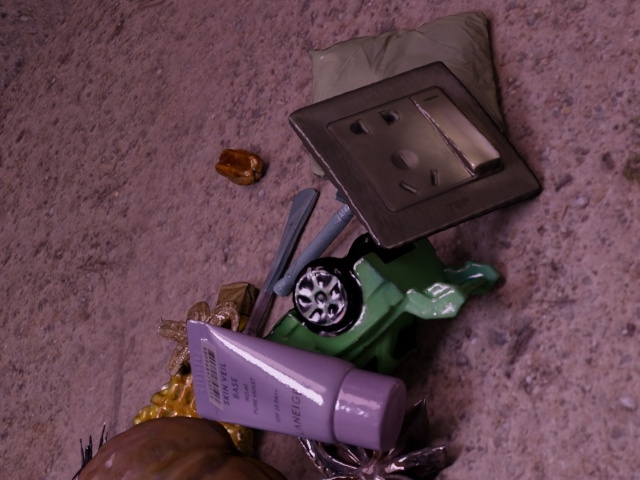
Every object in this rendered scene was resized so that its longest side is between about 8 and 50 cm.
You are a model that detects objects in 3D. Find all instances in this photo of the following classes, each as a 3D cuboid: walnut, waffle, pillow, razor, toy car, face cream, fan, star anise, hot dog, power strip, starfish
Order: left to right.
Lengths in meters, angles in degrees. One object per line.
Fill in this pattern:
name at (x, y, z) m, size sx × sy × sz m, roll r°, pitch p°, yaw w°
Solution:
walnut at (-0.196, 0.402, 1.601) m, size 0.344 × 0.306 × 0.306 m, roll -53°, pitch 33°, yaw -3°
waffle at (-0.201, 0.322, 1.877) m, size 0.329 × 0.062 × 0.329 m, roll -31°, pitch 42°, yaw 32°
starfish at (-0.190, 0.143, 1.930) m, size 0.150 × 0.053 × 0.209 m, roll -54°, pitch 27°, yaw 6°
hot dog at (-0.142, -0.129, 2.215) m, size 0.144 × 0.038 × 0.062 m, roll 18°, pitch 79°, yaw 59°
fan at (-0.064, 0.036, 1.977) m, size 0.057 × 0.023 × 0.282 m, roll -10°, pitch 51°, yaw 47°
face cream at (-0.036, 0.183, 1.535) m, size 0.274 × 0.154 × 0.096 m, roll 10°, pitch 36°, yaw 22°
razor at (0.000, 0.000, 1.887) m, size 0.232 × 0.106 × 0.068 m, roll -48°, pitch 32°, yaw 29°
toy car at (0.039, 0.112, 1.634) m, size 0.358 × 0.176 × 0.213 m, roll -47°, pitch -10°, yaw 25°
star anise at (0.060, 0.288, 1.549) m, size 0.262 × 0.081 × 0.230 m, roll 22°, pitch 80°, yaw 46°
pillow at (0.115, -0.223, 1.841) m, size 0.281 × 0.076 × 0.274 m, roll -12°, pitch 49°, yaw 12°
power strip at (0.121, -0.103, 1.663) m, size 0.251 × 0.092 × 0.257 m, roll -24°, pitch 58°, yaw -17°

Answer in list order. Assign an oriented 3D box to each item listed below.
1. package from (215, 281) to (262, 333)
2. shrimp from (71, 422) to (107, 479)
package at (-0.137, 0.131, 1.974) m, size 0.071 × 0.047 × 0.131 m, roll -13°, pitch 54°, yaw 44°
shrimp at (-0.312, 0.414, 1.785) m, size 0.145 × 0.116 × 0.343 m, roll 26°, pitch 122°, yaw 41°
